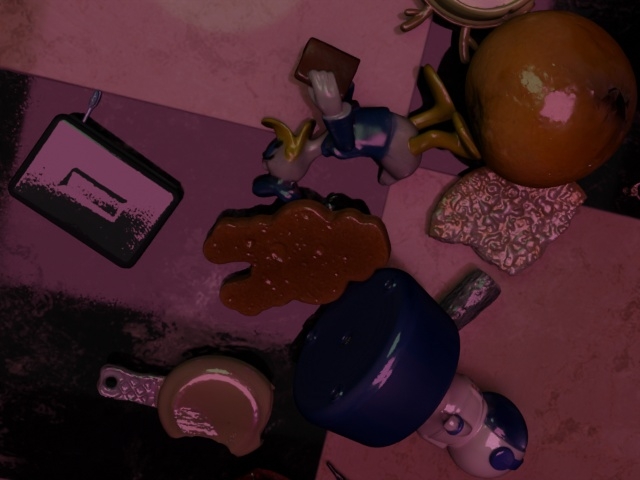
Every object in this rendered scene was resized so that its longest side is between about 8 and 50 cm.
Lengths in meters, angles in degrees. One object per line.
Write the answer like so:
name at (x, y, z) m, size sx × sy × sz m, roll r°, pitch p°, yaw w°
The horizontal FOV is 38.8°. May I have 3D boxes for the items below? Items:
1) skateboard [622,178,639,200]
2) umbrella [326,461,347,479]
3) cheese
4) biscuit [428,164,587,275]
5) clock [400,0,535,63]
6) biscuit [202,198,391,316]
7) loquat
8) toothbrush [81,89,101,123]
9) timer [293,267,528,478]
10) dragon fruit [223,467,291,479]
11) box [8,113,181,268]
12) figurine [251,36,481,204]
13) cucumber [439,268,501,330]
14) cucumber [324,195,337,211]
skateboard at (0.550, -0.069, 1.504) m, size 0.064 × 0.032 × 0.083 m, roll -39°, pitch 97°, yaw -8°
umbrella at (0.100, 0.479, 1.555) m, size 0.044 × 0.044 × 0.269 m, roll -42°, pitch 102°, yaw -28°
cheese at (-0.221, 0.257, 1.479) m, size 0.287 × 0.082 × 0.163 m, roll 11°, pitch 97°, yaw -3°
biscuit at (0.306, -0.036, 1.485) m, size 0.266 × 0.040 × 0.188 m, roll -8°, pitch 99°, yaw -1°
clock at (0.246, -0.435, 1.389) m, size 0.235 × 0.096 × 0.308 m, roll 25°, pitch 98°, yaw -8°
biscuit at (-0.035, 0.024, 1.428) m, size 0.295 × 0.044 × 0.186 m, roll -8°, pitch 118°, yaw 14°
loquat at (0.331, -0.208, 1.350) m, size 0.263 × 0.263 × 0.263 m, roll -1°, pitch 99°, yaw -4°
toothbrush at (-0.392, -0.151, 1.431) m, size 0.013 × 0.019 × 0.193 m, roll 28°, pitch 98°, yaw -8°
timer at (0.178, 0.248, 1.440) m, size 0.384 × 0.270 × 0.270 m, roll 36°, pitch 95°, yaw -22°
dragon fruit at (-0.088, 0.560, 1.535) m, size 0.329 × 0.228 × 0.286 m, roll -46°, pitch 67°, yaw 23°
box at (-0.350, -0.076, 1.419) m, size 0.230 × 0.050 × 0.160 m, roll 35°, pitch 97°, yaw -14°
figurine at (0.028, -0.161, 1.376) m, size 0.338 × 0.204 × 0.283 m, roll -32°, pitch 126°, yaw 14°
cucumber at (0.241, 0.101, 1.492) m, size 0.064 × 0.064 × 0.112 m, roll 44°, pitch 94°, yaw -9°
cucumber at (0.000, 0.000, 1.471) m, size 0.037 × 0.037 × 0.155 m, roll 11°, pitch 100°, yaw -6°
